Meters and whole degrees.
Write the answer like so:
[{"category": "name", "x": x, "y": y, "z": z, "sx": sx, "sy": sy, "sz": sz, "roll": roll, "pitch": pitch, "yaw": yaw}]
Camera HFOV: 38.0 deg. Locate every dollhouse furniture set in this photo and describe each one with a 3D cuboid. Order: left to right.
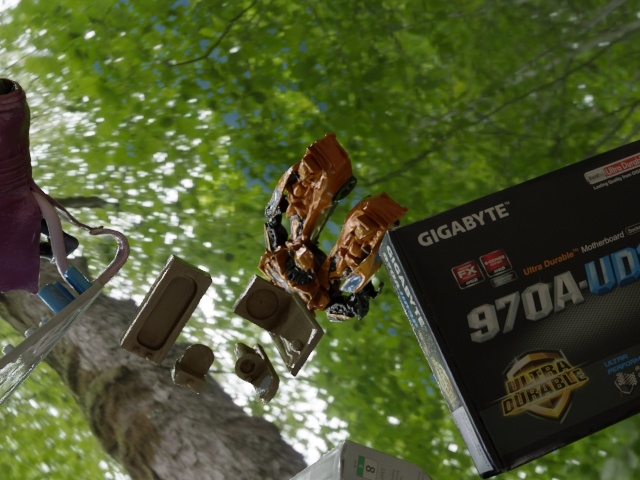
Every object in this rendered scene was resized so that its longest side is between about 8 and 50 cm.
[{"category": "dollhouse furniture set", "x": -0.109, "y": 0.103, "z": 0.994, "sx": 0.151, "sy": 0.123, "sz": 0.144, "roll": 30, "pitch": -84, "yaw": -22}]

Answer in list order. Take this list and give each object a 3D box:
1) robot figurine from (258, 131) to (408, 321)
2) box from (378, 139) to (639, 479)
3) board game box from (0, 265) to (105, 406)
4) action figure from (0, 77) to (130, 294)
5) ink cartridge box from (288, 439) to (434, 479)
[{"category": "robot figurine", "x": 0.000, "y": 0.000, "z": 1.233, "sx": 0.085, "sy": 0.291, "sz": 0.211, "roll": -33, "pitch": -107, "yaw": -34}, {"category": "box", "x": 0.174, "y": 0.041, "z": 0.642, "sx": 0.220, "sy": 0.051, "sz": 0.175, "roll": -19, "pitch": -106, "yaw": -13}, {"category": "board game box", "x": -0.477, "y": 0.226, "z": 1.138, "sx": 0.050, "sy": 0.390, "sz": 0.390, "roll": 46, "pitch": -141, "yaw": -2}, {"category": "action figure", "x": -0.416, "y": -0.087, "z": 1.175, "sx": 0.248, "sy": 0.276, "sz": 0.370, "roll": -61, "pitch": -17, "yaw": -50}, {"category": "ink cartridge box", "x": 0.079, "y": 0.293, "z": 0.977, "sx": 0.225, "sy": 0.181, "sz": 0.056, "roll": 22, "pitch": -129, "yaw": -17}]
